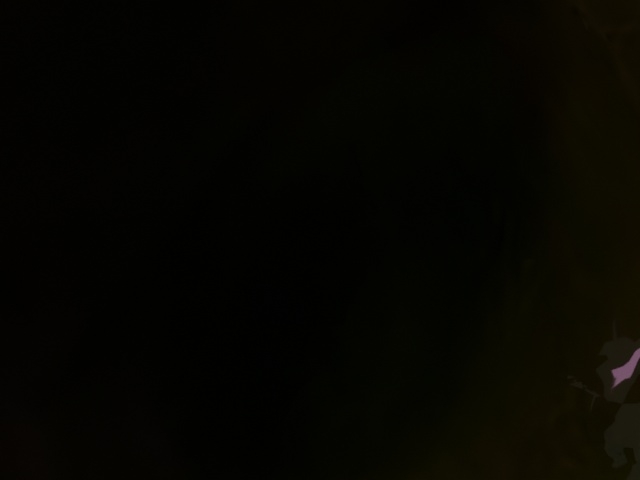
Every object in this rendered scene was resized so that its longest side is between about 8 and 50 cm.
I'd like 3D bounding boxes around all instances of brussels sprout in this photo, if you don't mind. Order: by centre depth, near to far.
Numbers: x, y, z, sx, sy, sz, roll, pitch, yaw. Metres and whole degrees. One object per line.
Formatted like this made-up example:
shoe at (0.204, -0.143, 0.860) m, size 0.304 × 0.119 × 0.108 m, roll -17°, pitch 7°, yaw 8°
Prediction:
brussels sprout at (0.000, 0.000, 0.611) m, size 0.268 × 0.344 × 0.344 m, roll -55°, pitch -167°, yaw 26°
